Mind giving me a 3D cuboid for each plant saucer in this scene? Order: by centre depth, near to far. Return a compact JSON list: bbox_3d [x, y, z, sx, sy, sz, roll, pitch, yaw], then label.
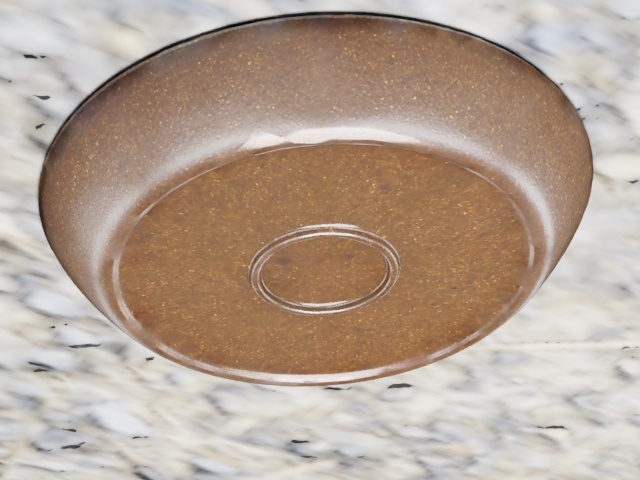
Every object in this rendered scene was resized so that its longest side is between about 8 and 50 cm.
[{"bbox_3d":[0.000,0.000,0.477,0.168,0.029,0.168,-3,145,-2],"label":"plant saucer"}]
